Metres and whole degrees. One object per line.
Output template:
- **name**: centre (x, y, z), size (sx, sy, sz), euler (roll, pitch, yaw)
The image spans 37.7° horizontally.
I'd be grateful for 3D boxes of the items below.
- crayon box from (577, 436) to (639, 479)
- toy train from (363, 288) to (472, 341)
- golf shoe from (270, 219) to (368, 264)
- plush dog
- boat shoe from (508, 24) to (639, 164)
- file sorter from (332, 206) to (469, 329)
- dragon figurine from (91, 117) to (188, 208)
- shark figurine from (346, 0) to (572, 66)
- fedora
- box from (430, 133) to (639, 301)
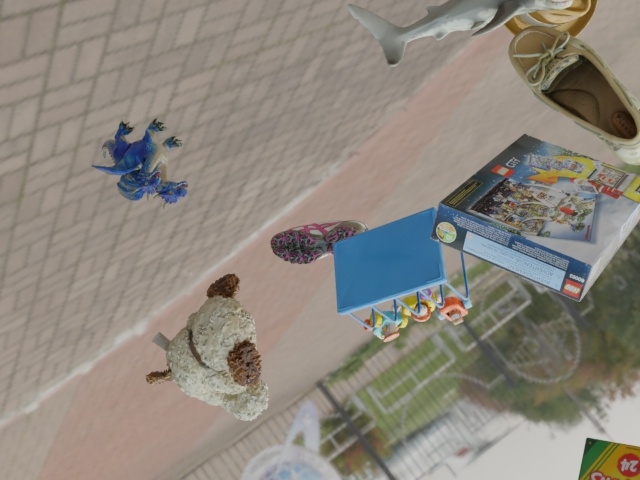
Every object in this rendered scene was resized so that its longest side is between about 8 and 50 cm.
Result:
- **crayon box**: centre (0.623, 0.582, 1.927), size (0.081, 0.202, 0.318), euler (51, 51, -51)
- **toy train**: centre (0.154, 0.128, 1.476), size (0.166, 0.046, 0.125), euler (-25, 148, 17)
- **golf shoe**: centre (0.000, 0.000, 1.728), size (0.186, 0.067, 0.086), euler (-5, -163, 21)
- **plush dog**: centre (-0.195, 0.190, 1.725), size (0.211, 0.262, 0.225), euler (-2, 145, -34)
- **boat shoe**: centre (0.368, -0.222, 1.328), size (0.104, 0.285, 0.089), euler (-52, 148, 15)
- **file sorter**: centre (0.119, 0.049, 1.377), size (0.170, 0.118, 0.104), euler (-20, 145, 25)
- **dragon figurine**: centre (-0.328, -0.127, 1.607), size (0.085, 0.289, 0.144), euler (49, 57, -42)
- **shark figurine**: centre (0.188, -0.309, 1.147), size (0.278, 0.116, 0.166), euler (-10, -163, 31)
- **fedora**: centre (0.362, -0.395, 1.458), size (0.194, 0.194, 0.079), euler (-37, -160, -3)
- **box**: centre (0.238, -0.033, 0.978), size (0.233, 0.159, 0.044), euler (-35, 142, -49)
